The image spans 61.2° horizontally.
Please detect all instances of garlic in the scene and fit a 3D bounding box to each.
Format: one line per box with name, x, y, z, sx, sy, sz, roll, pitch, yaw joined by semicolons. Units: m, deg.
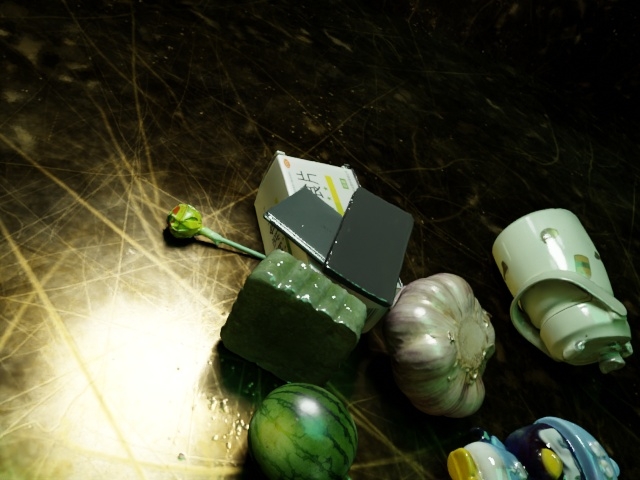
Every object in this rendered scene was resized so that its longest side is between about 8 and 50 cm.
garlic;0.196;0.183;0.939;0.245;0.161;0.244;19;63;-42

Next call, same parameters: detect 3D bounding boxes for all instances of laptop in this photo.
laptop;0.006;-0.013;0.906;0.180;0.016;0.129;40;41;10

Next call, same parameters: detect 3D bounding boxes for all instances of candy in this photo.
candy;-0.186;-0.006;0.983;0.194;0.058;0.062;26;66;-20

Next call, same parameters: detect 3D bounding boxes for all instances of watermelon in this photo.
watermelon;-0.010;0.279;0.721;0.187;0.140;0.141;44;41;11

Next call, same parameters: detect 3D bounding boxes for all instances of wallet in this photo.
wallet;0.086;0.005;0.905;0.124;0.025;0.244;28;39;-3

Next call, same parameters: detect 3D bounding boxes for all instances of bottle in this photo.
bottle;0.523;0.121;1.179;0.229;0.229;0.351;11;47;-23

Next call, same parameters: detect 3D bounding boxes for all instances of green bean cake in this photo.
green bean cake;-0.039;0.127;0.825;0.185;0.183;0.094;33;38;3

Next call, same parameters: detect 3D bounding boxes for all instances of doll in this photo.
doll;0.352;0.370;0.855;0.314;0.141;0.177;5;49;-24

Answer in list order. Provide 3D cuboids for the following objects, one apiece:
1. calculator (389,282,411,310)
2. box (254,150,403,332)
calculator;0.191;0.135;1.086;0.103;0.024;0.166;44;40;15
box;0.000;-0.002;1.014;0.173;0.145;0.332;7;46;-29
